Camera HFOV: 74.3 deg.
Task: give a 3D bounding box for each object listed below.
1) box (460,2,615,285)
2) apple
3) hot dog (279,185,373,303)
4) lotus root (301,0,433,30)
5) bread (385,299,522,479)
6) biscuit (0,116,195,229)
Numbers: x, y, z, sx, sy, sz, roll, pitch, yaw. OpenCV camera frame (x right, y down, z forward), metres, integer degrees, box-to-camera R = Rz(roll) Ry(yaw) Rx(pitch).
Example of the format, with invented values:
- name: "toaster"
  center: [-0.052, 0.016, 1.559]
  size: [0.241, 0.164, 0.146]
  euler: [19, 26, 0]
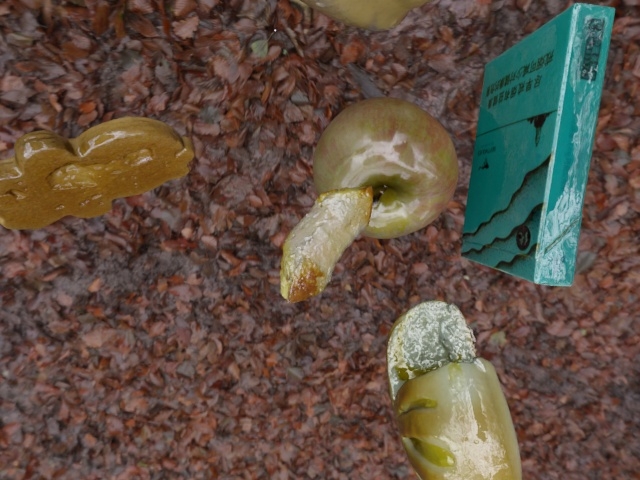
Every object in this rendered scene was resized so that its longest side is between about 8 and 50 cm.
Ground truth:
- name: "box"
  center: [0.199, -0.081, 0.419]
  size: [0.042, 0.161, 0.226]
  euler: [5, 95, -3]
- name: "apple"
  center: [0.116, -0.136, 0.765]
  size: [0.257, 0.233, 0.256]
  euler: [7, 131, 8]
- name: "hot dog"
  center: [-0.001, -0.001, 0.504]
  size: [0.168, 0.061, 0.078]
  euler: [-52, 129, -13]
- name: "lotus root"
  center: [0.013, -0.286, 0.343]
  size: [0.169, 0.343, 0.151]
  euler: [-18, 82, 35]
- name: "bread"
  center: [0.199, 0.274, 0.696]
  size: [0.160, 0.333, 0.332]
  euler: [-13, 117, 4]
- name: "biscuit"
  center: [-0.278, -0.085, 0.515]
  size: [0.249, 0.184, 0.035]
  euler: [-23, 77, -13]
